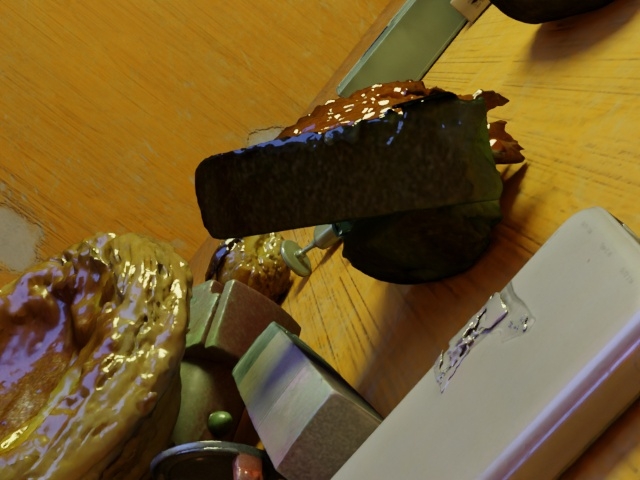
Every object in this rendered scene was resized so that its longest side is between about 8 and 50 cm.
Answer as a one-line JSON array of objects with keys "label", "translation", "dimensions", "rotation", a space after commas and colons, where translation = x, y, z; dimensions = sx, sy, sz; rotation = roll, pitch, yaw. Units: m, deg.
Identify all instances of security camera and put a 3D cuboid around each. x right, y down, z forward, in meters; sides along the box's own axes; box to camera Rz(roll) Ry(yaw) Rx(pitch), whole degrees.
[{"label": "security camera", "translation": [0.000, 0.000, 1.258], "dimensions": [0.092, 0.058, 0.058], "rotation": [-35, 16, 24]}]

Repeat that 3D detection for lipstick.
[{"label": "lipstick", "translation": [-0.013, 0.126, 0.780], "dimensions": [0.068, 0.066, 0.317], "rotation": [-52, 10, -4]}]

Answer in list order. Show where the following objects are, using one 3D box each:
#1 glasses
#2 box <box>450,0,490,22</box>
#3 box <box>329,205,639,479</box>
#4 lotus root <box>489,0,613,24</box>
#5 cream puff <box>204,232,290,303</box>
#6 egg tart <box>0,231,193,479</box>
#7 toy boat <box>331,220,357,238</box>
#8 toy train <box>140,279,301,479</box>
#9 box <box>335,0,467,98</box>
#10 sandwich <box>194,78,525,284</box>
[{"label": "glasses", "translation": [-0.107, 0.296, 0.716], "dimensions": [0.234, 0.118, 0.268], "rotation": [-44, 33, 34]}, {"label": "box", "translation": [0.301, -0.485, 1.535], "dimensions": [0.204, 0.051, 0.365], "rotation": [-45, 12, 35]}, {"label": "box", "translation": [0.071, 0.109, 0.523], "dimensions": [0.285, 0.044, 0.142], "rotation": [-50, 12, 15]}, {"label": "lotus root", "translation": [0.218, -0.293, 0.943], "dimensions": [0.275, 0.152, 0.160], "rotation": [-156, 83, -85]}, {"label": "cream puff", "translation": [-0.092, 0.044, 1.335], "dimensions": [0.133, 0.104, 0.119], "rotation": [-49, -25, -20]}, {"label": "egg tart", "translation": [-0.235, 0.148, 0.884], "dimensions": [0.352, 0.150, 0.352], "rotation": [-25, 35, 19]}, {"label": "toy boat", "translation": [0.052, -0.055, 1.154], "dimensions": [0.141, 0.055, 0.060], "rotation": [-57, 4, -27]}, {"label": "toy train", "translation": [-0.153, 0.187, 0.999], "dimensions": [0.221, 0.150, 0.304], "rotation": [-22, 39, 44]}, {"label": "box", "translation": [0.128, -0.295, 1.572], "dimensions": [0.225, 0.086, 0.129], "rotation": [-51, 9, 10]}, {"label": "sandwich", "translation": [0.059, -0.044, 0.835], "dimensions": [0.250, 0.162, 0.301], "rotation": [-8, 12, 25]}]
